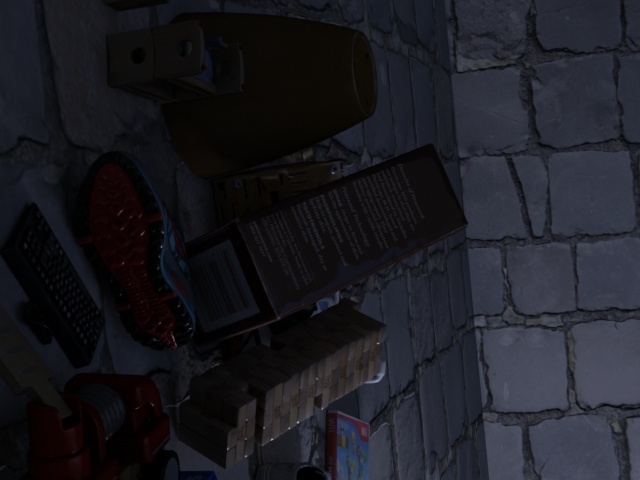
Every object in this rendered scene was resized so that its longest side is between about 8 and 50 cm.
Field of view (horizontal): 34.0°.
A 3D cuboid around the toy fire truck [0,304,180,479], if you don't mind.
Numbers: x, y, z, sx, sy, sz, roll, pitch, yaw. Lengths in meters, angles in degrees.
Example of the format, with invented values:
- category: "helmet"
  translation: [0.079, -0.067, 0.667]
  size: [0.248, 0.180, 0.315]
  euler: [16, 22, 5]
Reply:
- category: "toy fire truck"
  translation: [-0.247, 0.168, 1.019]
  size: [0.217, 0.158, 0.247]
  euler: [-45, 135, -73]

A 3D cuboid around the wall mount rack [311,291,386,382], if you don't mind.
- category: "wall mount rack"
  translation: [0.038, 0.100, 1.841]
  size: [0.350, 0.130, 0.304]
  euler: [20, 66, -70]

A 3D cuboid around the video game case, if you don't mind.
- category: "video game case"
  translation: [0.053, 0.473, 1.956]
  size: [0.204, 0.025, 0.285]
  euler: [39, 49, -64]

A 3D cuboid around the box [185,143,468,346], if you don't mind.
- category: "box"
  translation: [0.000, 0.000, 1.405]
  size: [0.381, 0.191, 0.143]
  euler: [-21, 89, -42]

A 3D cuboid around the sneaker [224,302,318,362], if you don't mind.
- category: "sneaker"
  translation: [-0.068, 0.127, 1.526]
  size: [0.097, 0.135, 0.276]
  euler: [1, 85, -73]

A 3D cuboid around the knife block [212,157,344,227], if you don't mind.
- category: "knife block"
  translation: [-0.073, -0.074, 1.668]
  size: [0.275, 0.242, 0.088]
  euler: [-11, 97, -26]

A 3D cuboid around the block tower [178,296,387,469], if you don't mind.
- category: "block tower"
  translation: [-0.039, 0.187, 1.433]
  size: [0.335, 0.097, 0.091]
  euler: [-26, 131, -45]

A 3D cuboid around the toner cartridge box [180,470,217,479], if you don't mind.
- category: "toner cartridge box"
  translation: [-0.158, 0.474, 1.272]
  size: [0.165, 0.075, 0.348]
  euler: [-45, 128, -67]

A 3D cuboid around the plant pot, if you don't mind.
- category: "plant pot"
  translation: [-0.058, -0.214, 1.456]
  size: [0.237, 0.254, 0.237]
  euler: [-4, 90, -70]

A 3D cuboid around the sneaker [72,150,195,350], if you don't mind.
- category: "sneaker"
  translation: [-0.216, 0.000, 1.228]
  size: [0.125, 0.104, 0.262]
  euler: [-93, 174, -56]

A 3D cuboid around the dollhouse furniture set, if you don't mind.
- category: "dollhouse furniture set"
  translation: [-0.180, -0.279, 1.305]
  size: [0.129, 0.128, 0.184]
  euler: [8, 78, -71]

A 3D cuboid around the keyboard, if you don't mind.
- category: "keyboard"
  translation: [-0.279, 0.058, 1.103]
  size: [0.108, 0.023, 0.180]
  euler: [-74, 151, -45]

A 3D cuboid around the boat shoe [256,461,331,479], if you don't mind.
- category: "boat shoe"
  translation: [-0.026, 0.392, 1.660]
  size: [0.227, 0.081, 0.079]
  euler: [37, 51, -65]
